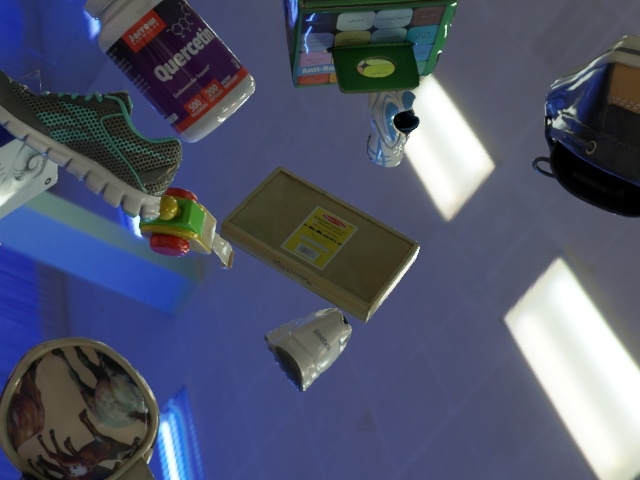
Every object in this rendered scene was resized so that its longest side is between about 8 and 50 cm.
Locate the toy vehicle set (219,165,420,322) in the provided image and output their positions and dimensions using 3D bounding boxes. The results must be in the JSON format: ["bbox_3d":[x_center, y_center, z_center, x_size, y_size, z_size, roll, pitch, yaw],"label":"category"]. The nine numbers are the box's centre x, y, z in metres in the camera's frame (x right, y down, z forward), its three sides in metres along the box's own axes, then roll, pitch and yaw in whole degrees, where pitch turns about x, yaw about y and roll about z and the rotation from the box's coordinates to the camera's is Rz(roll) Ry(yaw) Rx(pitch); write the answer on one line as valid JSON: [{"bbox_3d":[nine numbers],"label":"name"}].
[{"bbox_3d":[0.000,0.000,1.538,0.166,0.267,0.035,-47,161,-40],"label":"toy vehicle set"}]

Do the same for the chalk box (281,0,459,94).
[{"bbox_3d":[0.049,-0.292,1.157,0.179,0.180,0.289,103,-18,-71],"label":"chalk box"}]

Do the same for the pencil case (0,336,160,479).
[{"bbox_3d":[-0.279,0.213,1.195,0.160,0.183,0.410,-24,177,-13],"label":"pencil case"}]

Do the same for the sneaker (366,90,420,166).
[{"bbox_3d":[0.130,-0.191,1.747,0.086,0.237,0.085,26,-110,17],"label":"sneaker"}]

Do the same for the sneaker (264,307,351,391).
[{"bbox_3d":[-0.011,0.166,1.582,0.129,0.111,0.297,-36,-177,-6],"label":"sneaker"}]

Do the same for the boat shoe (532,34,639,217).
[{"bbox_3d":[0.353,-0.114,1.216,0.500,0.186,0.156,12,100,-84],"label":"boat shoe"}]

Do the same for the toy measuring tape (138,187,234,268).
[{"bbox_3d":[-0.246,-0.014,1.785,0.121,0.330,0.121,-3,-107,9],"label":"toy measuring tape"}]

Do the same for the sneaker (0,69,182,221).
[{"bbox_3d":[-0.175,-0.087,0.748,0.076,0.166,0.065,-55,-166,0],"label":"sneaker"}]

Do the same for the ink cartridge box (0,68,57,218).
[{"bbox_3d":[-0.491,-0.119,1.510,0.223,0.045,0.224,-41,159,-36],"label":"ink cartridge box"}]

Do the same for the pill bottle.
[{"bbox_3d":[-0.286,-0.352,1.872,0.181,0.323,0.181,-40,-167,11],"label":"pill bottle"}]
